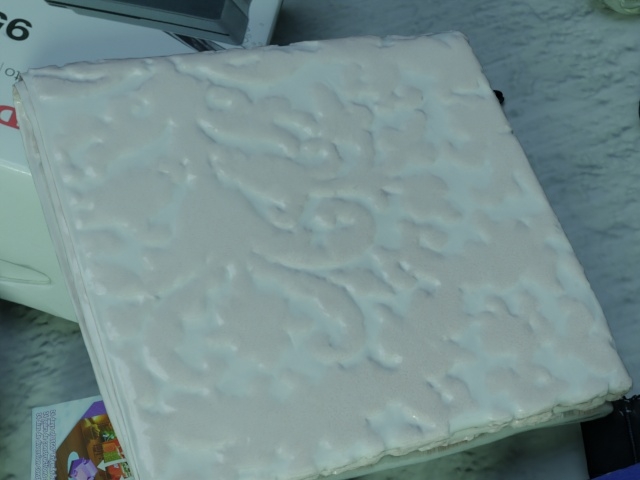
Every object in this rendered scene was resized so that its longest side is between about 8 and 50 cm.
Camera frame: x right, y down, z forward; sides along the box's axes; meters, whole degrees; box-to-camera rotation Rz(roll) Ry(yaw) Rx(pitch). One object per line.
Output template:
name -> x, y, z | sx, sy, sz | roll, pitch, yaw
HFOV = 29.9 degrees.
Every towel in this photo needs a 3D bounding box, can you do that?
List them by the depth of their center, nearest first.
towel -> 0.000, 0.000, 0.769 | 0.332, 0.053, 0.317 | -9, 60, -23

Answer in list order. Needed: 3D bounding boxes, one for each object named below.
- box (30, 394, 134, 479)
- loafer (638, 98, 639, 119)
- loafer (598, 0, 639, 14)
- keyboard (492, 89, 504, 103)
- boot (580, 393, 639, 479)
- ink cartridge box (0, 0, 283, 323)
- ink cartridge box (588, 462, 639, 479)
box -> -0.079, 0.221, 0.753 | 0.201, 0.057, 0.293 | -12, 50, 2
loafer -> 0.391, -0.099, 0.891 | 0.303, 0.095, 0.109 | 13, 56, 20
loafer -> 0.371, -0.308, 1.051 | 0.319, 0.111, 0.112 | -30, 52, -13
keyboard -> 0.051, -0.115, 1.002 | 0.192, 0.038, 0.100 | 8, 13, 18
boot -> 0.178, 0.147, 0.770 | 0.121, 0.045, 0.099 | 2, 53, 5
ink cartridge box -> -0.188, -0.154, 0.946 | 0.285, 0.166, 0.395 | 17, 54, -7
ink cartridge box -> 0.278, 0.171, 0.550 | 0.304, 0.072, 0.307 | -21, 40, 5
